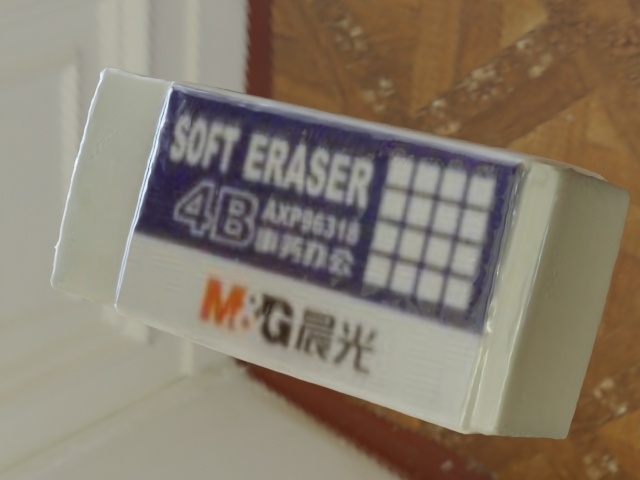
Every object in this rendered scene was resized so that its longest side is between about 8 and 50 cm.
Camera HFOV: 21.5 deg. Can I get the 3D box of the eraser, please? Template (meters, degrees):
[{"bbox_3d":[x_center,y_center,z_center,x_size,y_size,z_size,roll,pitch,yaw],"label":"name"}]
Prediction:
[{"bbox_3d":[0.000,0.000,0.811,0.279,0.081,0.124,16,93,37],"label":"eraser"}]
